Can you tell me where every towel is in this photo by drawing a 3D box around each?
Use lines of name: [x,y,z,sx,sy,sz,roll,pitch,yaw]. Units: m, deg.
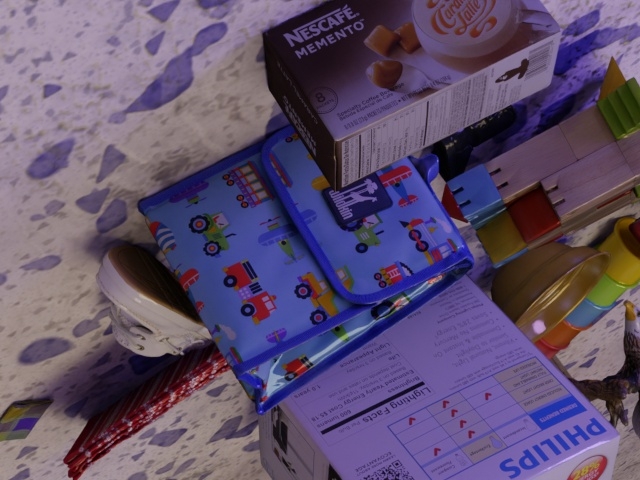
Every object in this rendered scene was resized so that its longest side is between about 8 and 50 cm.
towel: [-0.180,0.176,1.765,0.275,0.031,0.199,-35,-173,5]
towel: [-0.355,0.214,1.753,0.060,0.009,0.083,-3,142,-50]

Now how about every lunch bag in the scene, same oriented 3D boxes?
lunch bag: [0.000,0.000,1.529,0.293,0.221,0.138,-31,156,-6]

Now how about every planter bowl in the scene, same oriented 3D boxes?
planter bowl: [0.316,0.064,2.180,0.217,0.090,0.217,-36,159,-16]

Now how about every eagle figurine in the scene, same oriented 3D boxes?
eagle figurine: [0.543,0.158,2.392,0.298,0.226,0.225,-42,155,-23]

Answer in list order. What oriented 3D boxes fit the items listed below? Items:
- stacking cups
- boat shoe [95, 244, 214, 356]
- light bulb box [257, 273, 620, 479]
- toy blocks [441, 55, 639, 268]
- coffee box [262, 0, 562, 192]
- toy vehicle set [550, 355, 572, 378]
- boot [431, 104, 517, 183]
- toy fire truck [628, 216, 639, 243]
stacking cups: [0.417,0.089,2.385,0.096,0.096,0.316,-10,152,-41]
boat shoe: [-0.183,0.084,1.615,0.096,0.098,0.277,-37,157,6]
light bulb box: [0.150,0.286,2.027,0.358,0.361,0.225,-23,137,-21]
toy blocks: [0.285,-0.064,1.815,0.261,0.191,0.381,-28,171,8]
coffee box: [0.085,-0.172,1.415,0.246,0.141,0.098,-26,155,-12]
toy vehicle set: [0.321,0.303,2.553,0.267,0.166,0.035,-27,155,-13]
boot: [0.181,-0.121,1.745,0.099,0.045,0.121,-33,156,-9]
toy fire truck: [0.592,-0.086,2.194,0.302,0.169,0.254,-35,174,6]
